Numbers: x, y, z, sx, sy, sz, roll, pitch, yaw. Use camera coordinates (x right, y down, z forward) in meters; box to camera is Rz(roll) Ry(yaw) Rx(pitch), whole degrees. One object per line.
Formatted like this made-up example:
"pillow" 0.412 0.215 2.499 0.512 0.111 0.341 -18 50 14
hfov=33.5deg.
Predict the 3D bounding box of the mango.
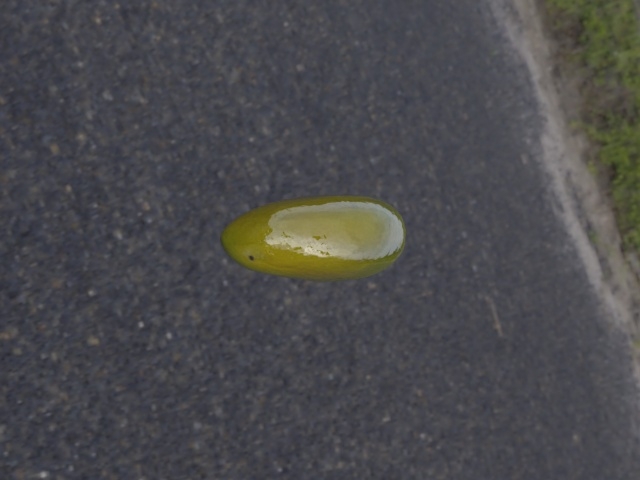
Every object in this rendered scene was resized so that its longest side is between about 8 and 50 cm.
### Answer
"mango" 0.004 0.000 0.982 0.191 0.122 0.086 -9 100 -54
